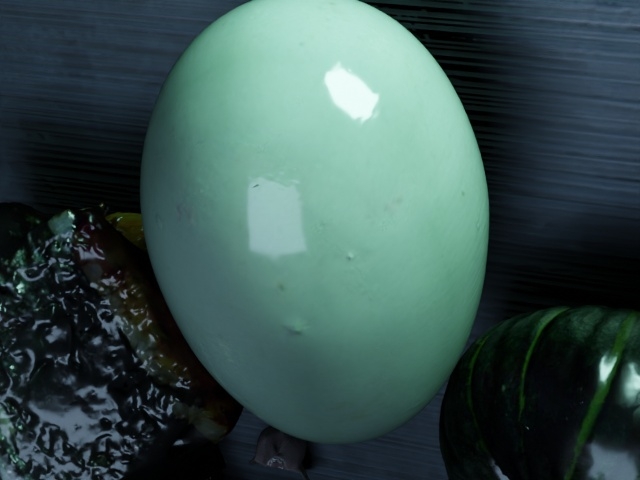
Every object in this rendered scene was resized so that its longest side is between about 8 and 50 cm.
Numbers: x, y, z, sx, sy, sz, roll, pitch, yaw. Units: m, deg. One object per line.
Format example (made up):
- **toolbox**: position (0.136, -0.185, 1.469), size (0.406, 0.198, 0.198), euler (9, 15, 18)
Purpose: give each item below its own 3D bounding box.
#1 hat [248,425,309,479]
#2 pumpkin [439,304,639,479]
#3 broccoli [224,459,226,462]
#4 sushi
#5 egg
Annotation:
- **hat**: position (-0.034, 0.190, 1.277), size (0.058, 0.042, 0.087), euler (15, 167, 12)
- **pumpkin**: position (0.199, 0.155, 1.000), size (0.250, 0.216, 0.250), euler (19, 139, 17)
- **broccoli**: position (-0.163, 0.363, 1.334), size (0.338, 0.277, 0.317), euler (-25, 95, 29)
- **sushi**: position (-0.171, 0.080, 1.104), size (0.212, 0.215, 0.227), euler (-34, 71, 14)
- **egg**: position (0.000, 0.000, 0.956), size (0.230, 0.230, 0.371), euler (10, 139, 17)
